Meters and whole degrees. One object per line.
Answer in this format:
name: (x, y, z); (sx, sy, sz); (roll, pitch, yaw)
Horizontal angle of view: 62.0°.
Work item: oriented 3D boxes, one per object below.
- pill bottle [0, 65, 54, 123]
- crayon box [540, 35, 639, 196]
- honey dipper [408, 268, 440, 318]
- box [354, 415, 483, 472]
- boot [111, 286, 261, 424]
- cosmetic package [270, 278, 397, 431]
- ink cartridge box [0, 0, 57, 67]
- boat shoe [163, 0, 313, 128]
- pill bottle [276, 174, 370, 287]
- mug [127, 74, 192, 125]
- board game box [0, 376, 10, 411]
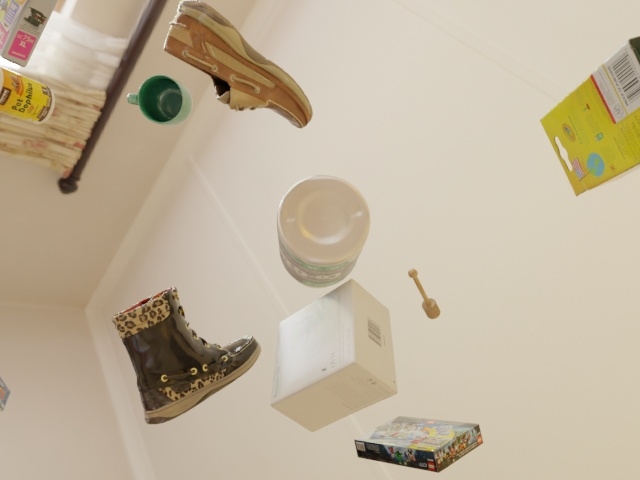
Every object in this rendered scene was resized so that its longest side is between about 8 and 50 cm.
pill bottle: (-0.849, -0.402, 1.445); (0.117, 0.215, 0.117); (-4, -99, 27)
crayon box: (0.578, -0.232, 1.050); (0.318, 0.081, 0.202); (116, -46, -77)
honey dipper: (0.197, 0.100, 1.024); (0.030, 0.161, 0.030); (-16, -133, 18)
box: (0.210, 0.439, 1.164); (0.233, 0.159, 0.044); (-16, -96, 50)
boot: (-0.334, 0.254, 1.365); (0.138, 0.377, 0.284); (-19, -84, 43)
cosmetic package: (0.025, 0.241, 1.123); (0.224, 0.138, 0.224); (-35, -149, 26)
ink cartridge box: (-0.600, -0.539, 1.088); (0.186, 0.065, 0.311); (43, -76, 26)
boat shoe: (-0.150, -0.300, 0.995); (0.116, 0.324, 0.123); (-57, -144, -1)
pill bottle: (0.000, 0.000, 1.281); (0.204, 0.361, 0.204); (1, -106, -2)
mug: (-0.427, -0.386, 1.453); (0.157, 0.097, 0.129); (37, -80, 3)
board game box: (-0.590, 0.207, 0.794); (0.136, 0.201, 0.035); (110, -15, -52)
